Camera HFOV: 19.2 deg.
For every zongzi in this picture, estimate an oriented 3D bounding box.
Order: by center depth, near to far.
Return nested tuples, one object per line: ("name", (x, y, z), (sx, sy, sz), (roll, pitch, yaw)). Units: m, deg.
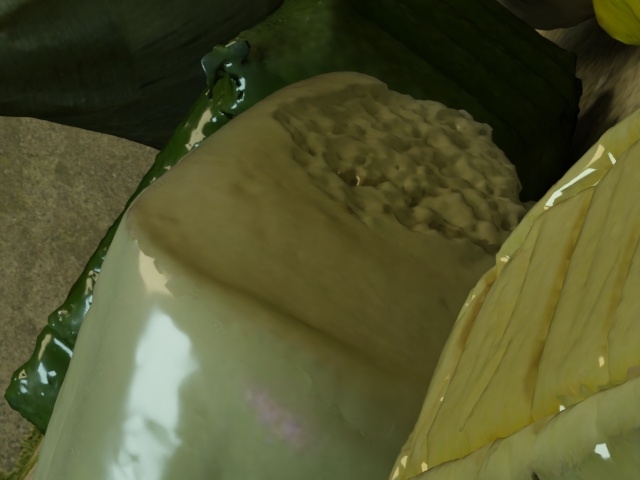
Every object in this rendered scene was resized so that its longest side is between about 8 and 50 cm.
("zongzi", (-0.078, -0.071, 1.030), (0.160, 0.323, 0.360), (16, 48, 37))

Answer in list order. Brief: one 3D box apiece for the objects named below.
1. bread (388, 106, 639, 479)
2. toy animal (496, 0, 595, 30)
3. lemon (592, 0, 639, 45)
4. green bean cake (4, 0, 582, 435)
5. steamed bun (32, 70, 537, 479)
("bread", (0.108, 0.024, 0.402), (0.236, 0.106, 0.140), (-44, 14, 56))
("toy animal", (0.137, -0.232, 0.960), (0.308, 0.188, 0.266), (82, 177, -59))
("lemon", (0.149, -0.143, 0.471), (0.204, 0.204, 0.260), (-90, 15, -75))
("green bean cake", (0.000, 0.000, 0.882), (0.250, 0.156, 0.247), (-52, -1, 22))
("steamed bun", (-0.002, 0.083, 0.648), (0.225, 0.170, 0.200), (-67, -9, 27))
